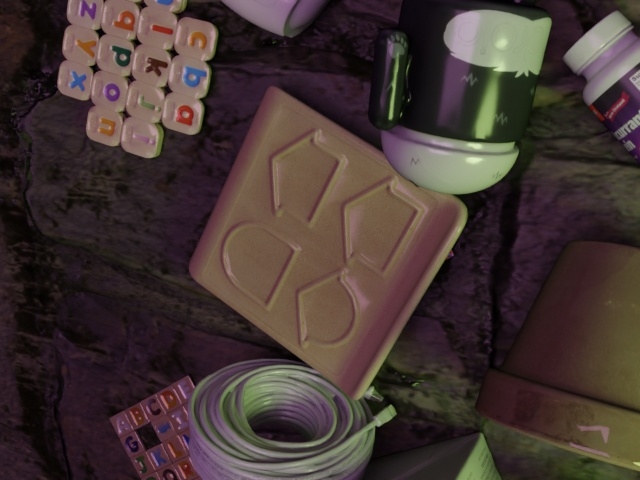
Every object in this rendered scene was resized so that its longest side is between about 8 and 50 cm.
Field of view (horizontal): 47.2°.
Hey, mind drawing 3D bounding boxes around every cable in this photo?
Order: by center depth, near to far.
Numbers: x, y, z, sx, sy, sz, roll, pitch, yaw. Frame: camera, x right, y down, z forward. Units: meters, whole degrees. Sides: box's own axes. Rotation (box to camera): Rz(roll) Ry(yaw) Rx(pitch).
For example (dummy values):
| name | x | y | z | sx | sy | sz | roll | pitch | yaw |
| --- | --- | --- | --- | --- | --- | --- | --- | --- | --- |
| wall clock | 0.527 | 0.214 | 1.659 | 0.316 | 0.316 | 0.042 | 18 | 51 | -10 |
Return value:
| name | x | y | z | sx | sy | sz | roll | pitch | yaw |
| --- | --- | --- | --- | --- | --- | --- | --- | --- | --- |
| cable | -0.055 | 0.261 | 1.011 | 0.257 | 0.257 | 0.089 | 22 | 119 | 22 |

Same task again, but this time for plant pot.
| name | x | y | z | sx | sy | sz | roll | pitch | yaw |
| --- | --- | --- | --- | --- | --- | --- | --- | --- | --- |
| plant pot | 0.331 | 0.125 | 0.847 | 0.263 | 0.263 | 0.229 | 13 | 86 | 21 |

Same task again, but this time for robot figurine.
| name | x | y | z | sx | sy | sz | roll | pitch | yaw |
| --- | --- | --- | --- | --- | --- | --- | --- | --- | --- |
| robot figurine | 0.163 | -0.193 | 0.854 | 0.209 | 0.173 | 0.278 | 9 | 111 | 2 |

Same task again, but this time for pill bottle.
| name | x | y | z | sx | sy | sz | roll | pitch | yaw |
| --- | --- | --- | --- | --- | --- | --- | --- | --- | --- |
| pill bottle | 0.372 | -0.165 | 0.838 | 0.108 | 0.108 | 0.193 | -42 | 81 | 23 |

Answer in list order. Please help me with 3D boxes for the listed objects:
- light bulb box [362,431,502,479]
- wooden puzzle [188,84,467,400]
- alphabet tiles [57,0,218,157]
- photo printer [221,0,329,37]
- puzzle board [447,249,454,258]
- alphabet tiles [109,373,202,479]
| name | x | y | z | sx | sy | sz | roll | pitch | yaw |
| --- | --- | --- | --- | --- | --- | --- | --- | --- | --- |
| light bulb box | 0.136 | 0.493 | 0.911 | 0.225 | 0.358 | 0.361 | -23 | 88 | 26 |
| wooden puzzle | 0.000 | 0.000 | 1.035 | 0.348 | 0.080 | 0.322 | 36 | 113 | 21 |
| alphabet tiles | -0.289 | -0.281 | 1.144 | 0.278 | 0.021 | 0.284 | 19 | 105 | 19 |
| photo printer | -0.046 | -0.447 | 0.967 | 0.256 | 0.107 | 0.307 | 44 | 113 | 11 |
| puzzle board | 0.115 | -0.016 | 1.024 | 0.096 | 0.011 | 0.128 | -28 | 88 | 25 |
| alphabet tiles | -0.229 | 0.343 | 1.230 | 0.237 | 0.009 | 0.198 | -31 | 86 | 25 |
